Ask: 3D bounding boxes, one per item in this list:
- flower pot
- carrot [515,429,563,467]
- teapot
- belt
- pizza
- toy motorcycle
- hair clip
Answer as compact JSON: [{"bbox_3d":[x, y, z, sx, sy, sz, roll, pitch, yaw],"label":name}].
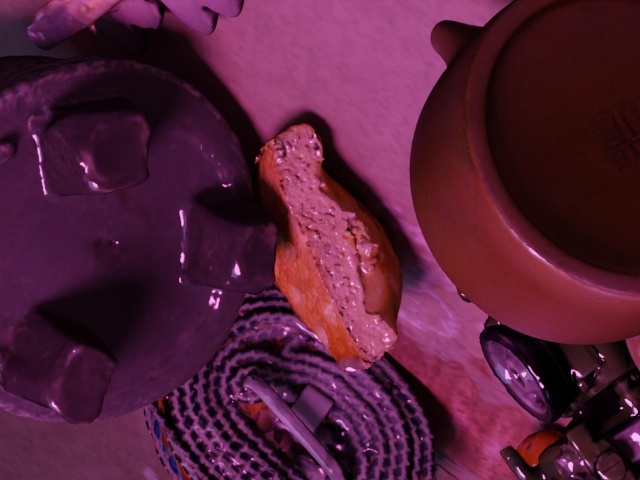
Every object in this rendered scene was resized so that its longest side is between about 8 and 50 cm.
[{"bbox_3d":[-0.207,-0.003,1.247,0.283,0.299,0.299,24,153,56],"label":"flower pot"},{"bbox_3d":[0.257,0.211,1.304,0.216,0.048,0.048,25,152,18],"label":"carrot"},{"bbox_3d":[0.144,-0.021,0.892,0.268,0.185,0.175,59,162,8],"label":"teapot"},{"bbox_3d":[-0.032,0.165,1.438,0.295,0.206,0.160,51,161,11],"label":"belt"},{"bbox_3d":[0.005,0.006,1.282,0.188,0.080,0.204,65,164,0],"label":"pizza"},{"bbox_3d":[0.170,0.098,1.104,0.205,0.127,0.275,53,176,11],"label":"toy motorcycle"},{"bbox_3d":[-0.148,-0.192,1.165,0.146,0.075,0.257,47,148,-21],"label":"hair clip"}]
